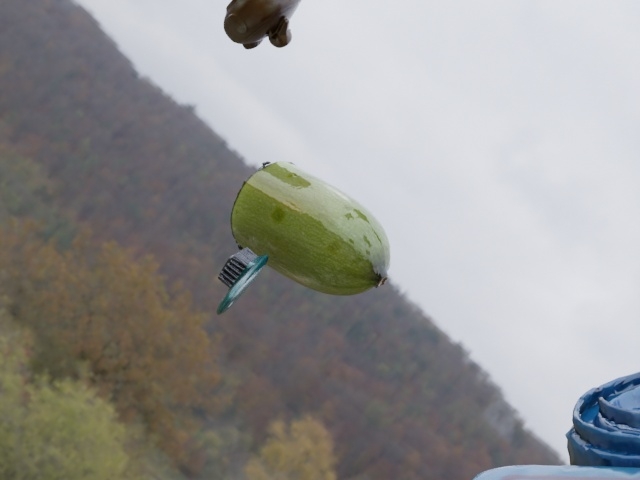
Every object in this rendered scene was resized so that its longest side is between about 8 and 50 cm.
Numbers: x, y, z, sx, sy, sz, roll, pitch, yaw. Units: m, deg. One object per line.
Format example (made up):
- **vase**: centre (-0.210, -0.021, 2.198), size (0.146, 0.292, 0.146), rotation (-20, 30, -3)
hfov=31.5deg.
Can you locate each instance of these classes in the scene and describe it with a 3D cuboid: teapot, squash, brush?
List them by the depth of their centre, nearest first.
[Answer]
- **brush**: centre (-0.077, 0.033, 1.012), size (0.032, 0.043, 0.193), rotation (38, 8, 1)
- **squash**: centre (0.000, 0.000, 1.230), size (0.187, 0.123, 0.123), rotation (32, -11, 41)
- **teapot**: centre (-0.064, -0.262, 1.346), size (0.078, 0.098, 0.129), rotation (56, -25, -5)

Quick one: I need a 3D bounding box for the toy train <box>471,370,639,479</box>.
- **toy train**: centre (0.187, 0.154, 0.414), size (0.300, 0.265, 0.188), rotation (-7, -79, 35)
